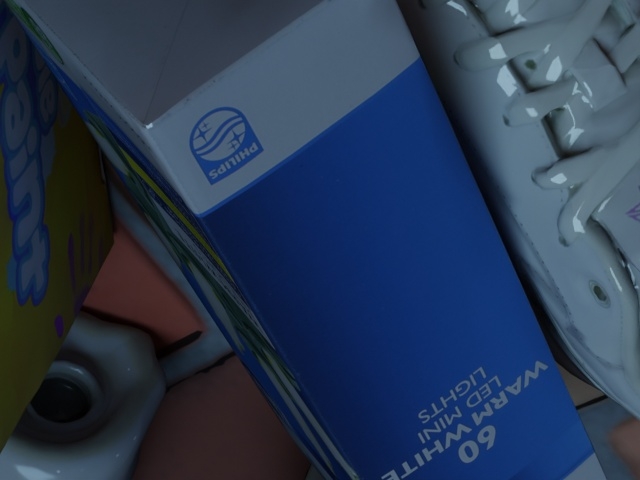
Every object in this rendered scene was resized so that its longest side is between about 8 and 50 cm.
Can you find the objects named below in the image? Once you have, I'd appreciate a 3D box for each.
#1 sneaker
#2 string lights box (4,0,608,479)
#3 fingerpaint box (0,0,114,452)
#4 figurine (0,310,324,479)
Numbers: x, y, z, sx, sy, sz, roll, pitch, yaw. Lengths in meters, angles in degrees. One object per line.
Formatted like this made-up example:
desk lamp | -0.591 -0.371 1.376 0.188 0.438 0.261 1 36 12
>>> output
sneaker | 0.087 -0.052 0.550 0.114 0.152 0.305 -35 119 -2
string lights box | 0.000 0.000 0.580 0.077 0.133 0.259 -36 134 -8
fingerpaint box | -0.279 -0.154 0.580 0.371 0.163 0.444 7 126 11
figurine | -0.062 0.150 0.787 0.215 0.092 0.209 18 131 4
